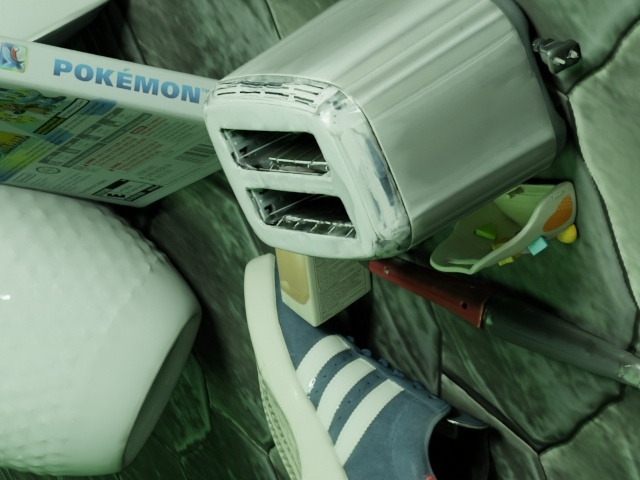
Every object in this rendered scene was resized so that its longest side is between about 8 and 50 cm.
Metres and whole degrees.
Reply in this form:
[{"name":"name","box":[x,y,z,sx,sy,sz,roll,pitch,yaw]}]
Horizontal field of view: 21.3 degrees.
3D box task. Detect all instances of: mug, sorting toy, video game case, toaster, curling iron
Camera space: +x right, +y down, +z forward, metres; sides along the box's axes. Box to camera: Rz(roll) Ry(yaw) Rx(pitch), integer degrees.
[{"name":"mug","box":[-0.284,0.064,1.590,0.328,0.276,0.374,25,-178,5]},{"name":"sorting toy","box":[0.107,-0.003,1.031,0.083,0.075,0.045,7,125,59]},{"name":"video game case","box":[-0.222,-0.090,1.309,0.329,0.300,0.036,162,115,-64]},{"name":"toaster","box":[0.036,-0.067,1.001,0.227,0.146,0.129,10,129,57]},{"name":"curling iron","box":[0.106,0.035,1.120,0.274,0.035,0.068,33,145,41]}]

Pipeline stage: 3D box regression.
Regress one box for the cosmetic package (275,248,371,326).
[{"name":"cosmetic package","box":[0.000,0.000,1.240,0.041,0.060,0.115,36,146,37]}]

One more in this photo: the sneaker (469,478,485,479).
[{"name":"sneaker","box":[0.089,0.202,1.330,0.071,0.068,0.170,53,167,-28]}]

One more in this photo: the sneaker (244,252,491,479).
[{"name":"sneaker","box":[0.042,0.135,1.271,0.131,0.148,0.350,81,170,-48]}]

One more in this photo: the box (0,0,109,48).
[{"name":"box","box":[-0.342,-0.289,1.386,0.345,0.168,0.215,59,154,-5]}]
